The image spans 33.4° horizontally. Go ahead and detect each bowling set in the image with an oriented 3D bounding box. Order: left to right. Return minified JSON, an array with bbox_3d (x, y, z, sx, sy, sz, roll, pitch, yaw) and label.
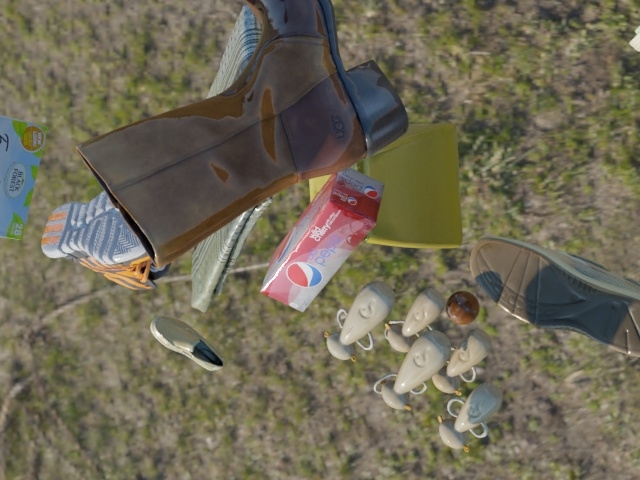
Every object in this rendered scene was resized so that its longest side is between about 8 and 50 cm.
[{"bbox_3d":[0.175,0.175,1.641,0.287,0.200,0.154,45,126,16],"label":"bowling set"}]

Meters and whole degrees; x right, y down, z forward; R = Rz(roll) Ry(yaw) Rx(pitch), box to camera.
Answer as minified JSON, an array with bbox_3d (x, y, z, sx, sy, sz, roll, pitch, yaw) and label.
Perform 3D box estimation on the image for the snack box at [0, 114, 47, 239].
[{"bbox_3d":[-0.509,-0.103,1.512,0.070,0.207,0.174,18,96,47],"label":"snack box"}]

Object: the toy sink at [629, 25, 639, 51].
[{"bbox_3d":[0.488,-0.280,1.319,0.234,0.153,0.131,43,156,3],"label":"toy sink"}]

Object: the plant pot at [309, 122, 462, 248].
[{"bbox_3d":[0.096,-0.086,1.819,0.212,0.187,0.212,6,103,51],"label":"plant pot"}]

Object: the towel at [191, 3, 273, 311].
[{"bbox_3d":[-0.118,-0.104,1.446,0.324,0.056,0.312,125,146,-54],"label":"towel"}]

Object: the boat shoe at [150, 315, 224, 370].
[{"bbox_3d":[-0.291,0.228,2.392,0.068,0.190,0.072,-61,18,-10],"label":"boat shoe"}]

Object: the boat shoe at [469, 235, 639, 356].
[{"bbox_3d":[0.360,0.070,1.524,0.302,0.098,0.109,22,115,23],"label":"boat shoe"}]

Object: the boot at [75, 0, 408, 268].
[{"bbox_3d":[-0.099,-0.132,1.025,0.264,0.280,0.096,58,167,19],"label":"boot"}]

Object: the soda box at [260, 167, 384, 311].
[{"bbox_3d":[0.000,0.000,1.699,0.083,0.092,0.263,26,135,-11],"label":"soda box"}]

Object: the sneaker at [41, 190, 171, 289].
[{"bbox_3d":[-0.289,0.002,1.680,0.321,0.180,0.124,3,71,51],"label":"sneaker"}]
